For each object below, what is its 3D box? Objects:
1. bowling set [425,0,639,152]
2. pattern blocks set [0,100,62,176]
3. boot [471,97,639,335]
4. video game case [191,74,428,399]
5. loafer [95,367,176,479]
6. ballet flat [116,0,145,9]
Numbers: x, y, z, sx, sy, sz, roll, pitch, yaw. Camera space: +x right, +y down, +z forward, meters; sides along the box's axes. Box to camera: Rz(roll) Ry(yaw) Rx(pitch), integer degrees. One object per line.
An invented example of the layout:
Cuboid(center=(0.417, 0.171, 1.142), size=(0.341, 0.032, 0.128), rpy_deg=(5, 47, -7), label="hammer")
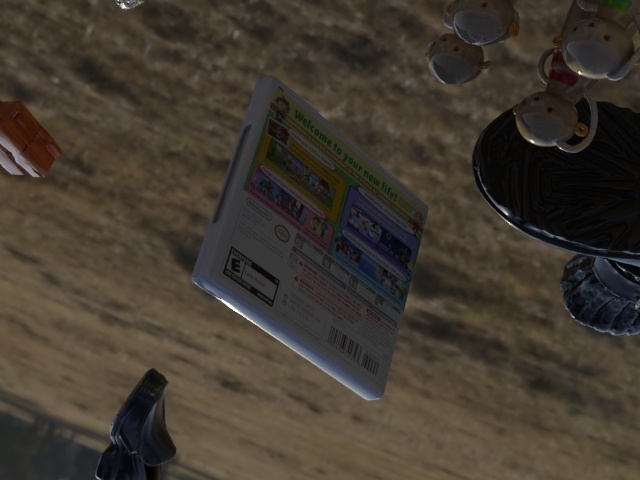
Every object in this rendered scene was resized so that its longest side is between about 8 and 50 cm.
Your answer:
Cuboid(center=(0.160, -0.163, 0.859), size=(0.287, 0.154, 0.200), rpy_deg=(23, 169, 41), label="bowling set")
Cuboid(center=(-0.252, -0.112, 0.588), size=(0.285, 0.026, 0.325), rpy_deg=(30, 163, 5), label="pattern blocks set")
Cuboid(center=(0.271, -0.006, 1.168), size=(0.347, 0.131, 0.260), rpy_deg=(14, 162, -11), label="boot")
Cuboid(center=(0.000, 0.000, 1.027), size=(0.023, 0.193, 0.212), rpy_deg=(-14, 140, 43), label="video game case")
Cuboid(center=(-0.158, 0.178, 1.143), size=(0.061, 0.062, 0.170), rpy_deg=(29, 139, 5), label="loafer")
Cuboid(center=(-0.197, -0.340, 1.328), size=(0.077, 0.091, 0.241), rpy_deg=(14, 143, 15), label="ballet flat")
